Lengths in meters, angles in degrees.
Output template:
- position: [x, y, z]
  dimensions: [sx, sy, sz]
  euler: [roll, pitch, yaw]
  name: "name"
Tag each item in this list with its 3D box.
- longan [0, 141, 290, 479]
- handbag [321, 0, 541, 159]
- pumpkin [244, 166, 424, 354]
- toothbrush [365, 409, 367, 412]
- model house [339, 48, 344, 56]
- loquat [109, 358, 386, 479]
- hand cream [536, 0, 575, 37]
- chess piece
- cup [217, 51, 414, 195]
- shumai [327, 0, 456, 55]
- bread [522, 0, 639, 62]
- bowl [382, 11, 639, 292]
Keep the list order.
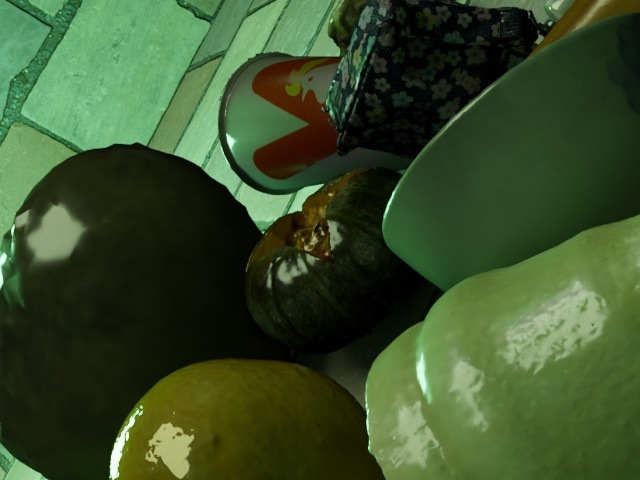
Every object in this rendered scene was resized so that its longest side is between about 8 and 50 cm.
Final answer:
- position: [-0.231, 0.107, 1.716]
  dimensions: [0.436, 0.404, 0.404]
  euler: [-61, 17, 15]
  name: "longan"
- position: [0.127, -0.180, 1.498]
  dimensions: [0.228, 0.208, 0.127]
  euler: [112, 157, -43]
  name: "handbag"
- position: [0.028, 0.026, 1.532]
  dimensions: [0.238, 0.159, 0.238]
  euler: [-35, 14, 10]
  name: "pumpkin"
- position: [0.069, 0.168, 1.402]
  dimensions: [0.413, 0.035, 0.042]
  euler: [-52, 17, 24]
  name: "toothbrush"
- position: [0.102, -0.307, 1.954]
  dimensions: [0.088, 0.117, 0.167]
  euler: [-5, -74, -70]
  name: "model house"
- position: [-0.068, 0.233, 1.320]
  dimensions: [0.275, 0.275, 0.275]
  euler: [-51, 21, 27]
  name: "loquat"
- position: [0.317, -0.315, 1.475]
  dimensions: [0.234, 0.050, 0.080]
  euler: [-54, 14, 5]
  name: "hand cream"
- position: [0.249, 0.033, 0.879]
  dimensions: [0.442, 0.234, 0.234]
  euler: [-45, 23, 27]
  name: "chess piece"
- position: [0.027, -0.158, 1.732]
  dimensions: [0.288, 0.203, 0.203]
  euler: [2, 63, 51]
  name: "cup"
- position: [0.117, -0.264, 1.779]
  dimensions: [0.161, 0.209, 0.153]
  euler: [-47, 63, 15]
  name: "shumai"
- position: [0.266, -0.196, 1.376]
  dimensions: [0.239, 0.074, 0.092]
  euler: [-50, 26, 30]
  name: "bread"
- position: [0.206, -0.032, 1.093]
  dimensions: [0.289, 0.146, 0.289]
  euler: [-32, -21, -14]
  name: "bowl"
